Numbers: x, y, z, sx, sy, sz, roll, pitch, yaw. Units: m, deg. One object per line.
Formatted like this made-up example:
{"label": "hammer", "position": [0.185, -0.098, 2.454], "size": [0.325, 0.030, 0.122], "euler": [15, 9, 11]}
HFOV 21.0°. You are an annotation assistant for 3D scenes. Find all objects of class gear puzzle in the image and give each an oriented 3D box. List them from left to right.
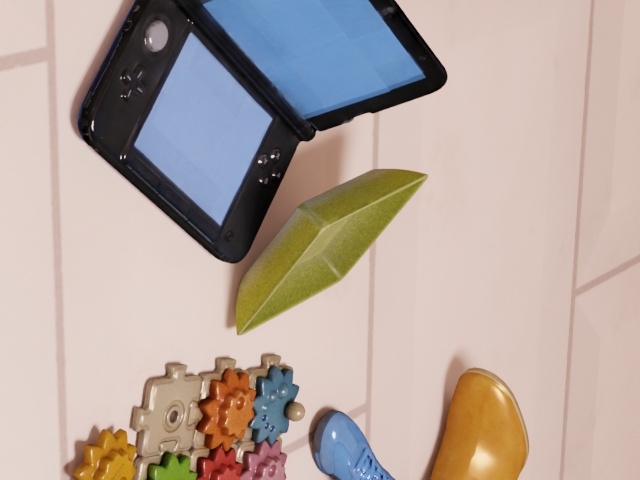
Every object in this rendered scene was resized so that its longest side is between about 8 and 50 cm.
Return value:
{"label": "gear puzzle", "position": [-0.124, 0.210, 1.735], "size": [0.339, 0.044, 0.175], "euler": [0, 101, -55]}

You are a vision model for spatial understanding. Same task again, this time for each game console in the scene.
{"label": "game console", "position": [-0.045, -0.129, 1.616], "size": [0.293, 0.173, 0.250], "euler": [45, 64, -51]}

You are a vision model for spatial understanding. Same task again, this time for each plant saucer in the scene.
{"label": "plant saucer", "position": [0.000, 0.000, 1.775], "size": [0.188, 0.045, 0.188], "euler": [-28, 162, -49]}

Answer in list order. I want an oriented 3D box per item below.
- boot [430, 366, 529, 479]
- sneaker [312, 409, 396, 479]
{"label": "boot", "position": [0.163, 0.324, 2.136], "size": [0.211, 0.104, 0.295], "euler": [-39, 135, -42]}
{"label": "sneaker", "position": [0.056, 0.272, 1.984], "size": [0.069, 0.082, 0.209], "euler": [-51, 137, -29]}
